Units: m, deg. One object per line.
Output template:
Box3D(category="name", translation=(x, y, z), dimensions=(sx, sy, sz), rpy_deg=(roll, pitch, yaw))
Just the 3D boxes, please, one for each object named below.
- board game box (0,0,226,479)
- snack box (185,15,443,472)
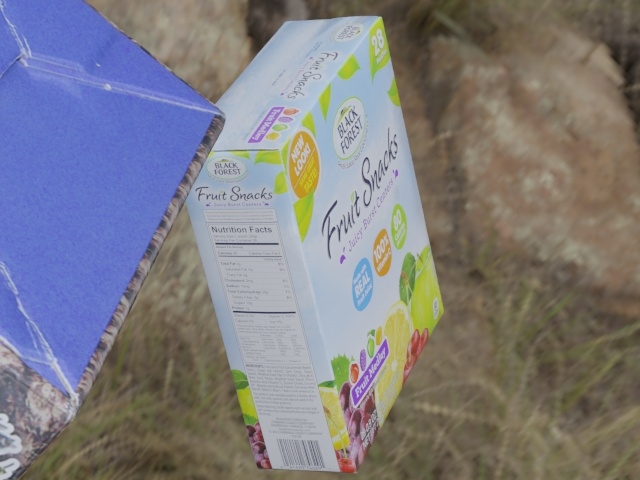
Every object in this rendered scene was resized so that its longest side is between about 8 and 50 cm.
Box3D(category="board game box", translation=(-0.189, 0.053, 0.622), dimensions=(0.141, 0.291, 0.232), rpy_deg=(39, 22, -9))
Box3D(category="snack box", translation=(0.000, 0.000, 1.085), dimensions=(0.070, 0.207, 0.174), rpy_deg=(-2, 30, 24))
